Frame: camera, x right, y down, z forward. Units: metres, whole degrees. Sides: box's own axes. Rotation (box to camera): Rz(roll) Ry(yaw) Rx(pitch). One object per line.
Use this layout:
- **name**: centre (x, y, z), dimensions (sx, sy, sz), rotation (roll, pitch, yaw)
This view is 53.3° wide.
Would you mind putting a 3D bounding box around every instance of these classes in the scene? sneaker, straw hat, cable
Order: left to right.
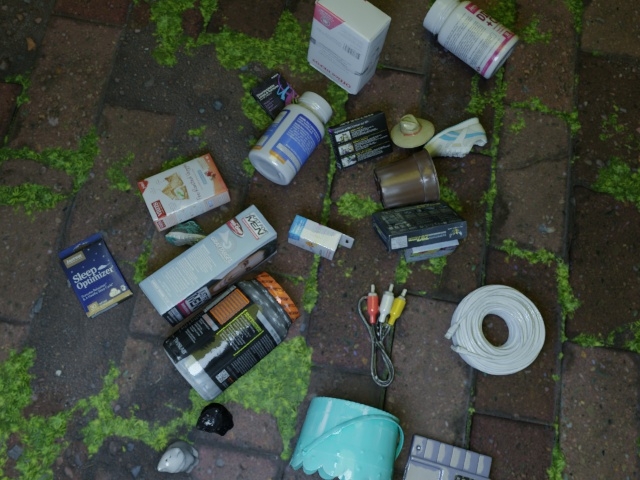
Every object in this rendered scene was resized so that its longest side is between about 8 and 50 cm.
- **sneaker**: centre (-0.369, -0.024, 1.854), dimensions (0.167, 0.065, 0.076), rotation (8, 60, 18)
- **cable**: centre (0.162, 0.264, 1.811), dimensions (0.140, 0.072, 0.287), rotation (8, 73, 4)
- **straw hat**: centre (0.278, -0.357, 1.980), dimensions (0.145, 0.061, 0.144), rotation (-11, 47, 12)
- **sneaker**: centre (0.416, -0.301, 1.995), dimensions (0.229, 0.087, 0.092), rotation (-26, 81, -8)
- **cable**: centre (0.505, 0.258, 1.828), dimensions (0.257, 0.089, 0.257), rotation (32, 73, 5)

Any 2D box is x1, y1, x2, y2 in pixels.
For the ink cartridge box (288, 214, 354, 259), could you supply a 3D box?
- **ink cartridge box**: centre (0.000, 0.000, 1.863), dimensions (0.181, 0.104, 0.061), rotation (22, 73, 3)

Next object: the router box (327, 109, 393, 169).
- **router box**: centre (0.125, -0.309, 1.962), dimensions (0.179, 0.046, 0.133), rotation (-20, 113, -10)

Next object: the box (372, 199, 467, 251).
- **box**: centre (0.285, -0.046, 1.862), dimensions (0.233, 0.183, 0.059), rotation (-10, 116, -8)

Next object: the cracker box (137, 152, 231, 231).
- **cracker box**: centre (-0.402, -0.144, 1.883), dimensions (0.232, 0.067, 0.155), rotation (-25, 62, -10)

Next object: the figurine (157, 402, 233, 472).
- **figurine**: centre (-0.324, 0.510, 1.631), dimensions (0.092, 0.209, 0.215), rotation (42, 75, 9)

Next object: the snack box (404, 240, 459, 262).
- **snack box**: centre (0.325, 0.025, 1.880), dimensions (0.141, 0.100, 0.037), rotation (-10, 73, -6)

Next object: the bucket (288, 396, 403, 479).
- **bucket**: centre (0.071, 0.522, 1.630), dimensions (0.281, 0.281, 0.183), rotation (14, 69, 1)

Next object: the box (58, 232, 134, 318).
- **box**: centre (-0.650, 0.095, 1.828), dimensions (0.136, 0.036, 0.225), rotation (-30, 76, -12)

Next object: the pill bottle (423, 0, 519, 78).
- **pill bottle**: centre (0.485, -0.672, 2.072), dimensions (0.283, 0.160, 0.160), rotation (40, 75, 8)

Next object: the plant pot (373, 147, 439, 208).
- **plant pot**: centre (0.253, -0.177, 1.914), dimensions (0.165, 0.167, 0.166), rotation (-15, 74, 0)

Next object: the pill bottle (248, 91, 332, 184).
- **pill bottle**: centre (-0.082, -0.315, 1.930), dimensions (0.152, 0.152, 0.272), rotation (34, 74, 7)

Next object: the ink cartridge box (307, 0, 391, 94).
- **ink cartridge box**: centre (0.080, -0.616, 1.966), dimensions (0.207, 0.283, 0.117), rotation (37, 71, 7)

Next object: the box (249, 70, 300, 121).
- **box**: centre (-0.133, -0.448, 2.031), dimensions (0.116, 0.029, 0.162), rotation (-37, 78, -13)

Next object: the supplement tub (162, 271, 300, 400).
- **supplement tub**: centre (-0.234, 0.250, 1.718), dimensions (0.338, 0.207, 0.207), rotation (-39, 79, -13)

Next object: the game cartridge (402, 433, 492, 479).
- **game cartridge**: centre (0.316, 0.722, 1.690), dimensions (0.230, 0.068, 0.355), rotation (15, 73, 5)

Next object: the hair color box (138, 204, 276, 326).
- **hair color box**: centre (-0.301, 0.074, 1.778), dimensions (0.374, 0.185, 0.113), rotation (-37, 78, -13)
